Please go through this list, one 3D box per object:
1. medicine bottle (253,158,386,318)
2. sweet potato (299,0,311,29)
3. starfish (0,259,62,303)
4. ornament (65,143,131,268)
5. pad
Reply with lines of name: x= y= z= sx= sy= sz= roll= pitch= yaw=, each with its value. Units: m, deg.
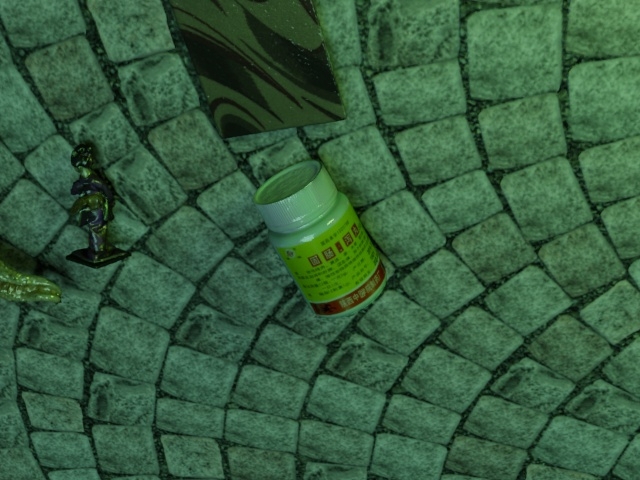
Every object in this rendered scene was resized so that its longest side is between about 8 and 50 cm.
medicine bottle: x=0.000 y=0.000 z=1.384 sx=0.139 sy=0.139 sz=0.225 roll=-20 pitch=116 yaw=21
sweet potato: x=-0.023 y=-0.343 z=1.243 sx=0.026 sy=0.026 sz=0.115 roll=-1 pitch=121 yaw=11
starfish: x=-0.651 y=-0.054 z=1.508 sx=0.432 sy=0.082 sz=0.324 roll=11 pitch=119 yaw=10
ornament: x=-0.383 y=-0.061 z=1.467 sx=0.081 sy=0.088 sz=0.203 roll=6 pitch=112 yaw=36
pad: x=-0.105 y=-0.305 z=1.277 sx=0.220 sy=0.004 sz=0.330 roll=-6 pitch=120 yaw=23
